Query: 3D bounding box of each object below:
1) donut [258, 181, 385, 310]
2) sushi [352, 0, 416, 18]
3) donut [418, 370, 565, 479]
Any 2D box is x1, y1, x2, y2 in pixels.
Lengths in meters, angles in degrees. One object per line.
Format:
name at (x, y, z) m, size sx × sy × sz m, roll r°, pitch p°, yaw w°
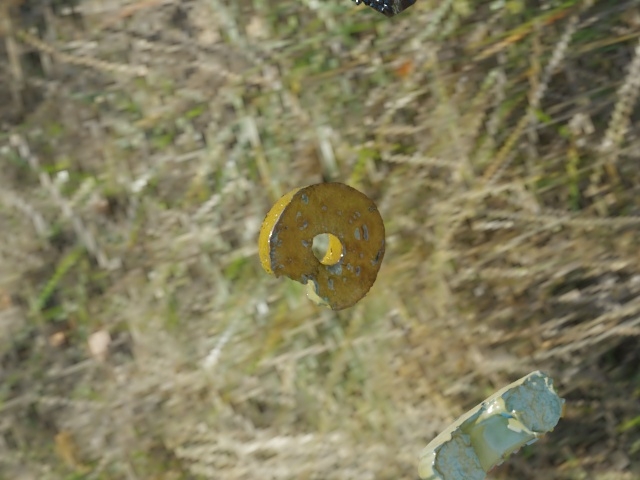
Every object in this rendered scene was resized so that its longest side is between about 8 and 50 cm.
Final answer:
donut at (0.000, 0.000, 1.547) m, size 0.043 × 0.108 × 0.097 m, roll 19°, pitch 73°, yaw 54°
sushi at (0.033, -0.205, 1.407) m, size 0.083 × 0.056 × 0.085 m, roll 42°, pitch 156°, yaw -14°
donut at (0.166, 0.202, 1.978) m, size 0.065 × 0.166 × 0.108 m, roll 53°, pitch 160°, yaw 3°
